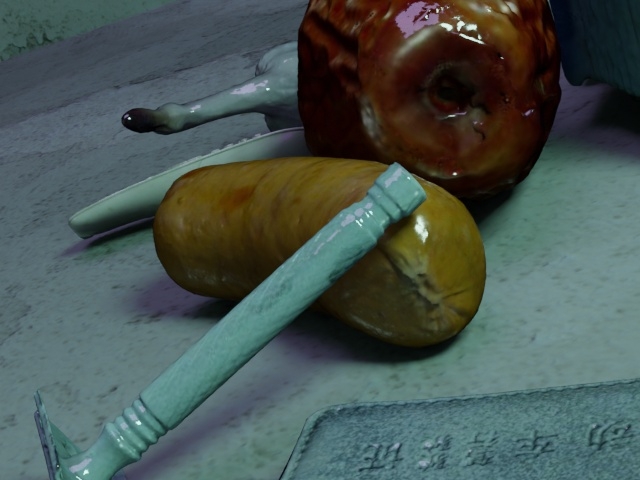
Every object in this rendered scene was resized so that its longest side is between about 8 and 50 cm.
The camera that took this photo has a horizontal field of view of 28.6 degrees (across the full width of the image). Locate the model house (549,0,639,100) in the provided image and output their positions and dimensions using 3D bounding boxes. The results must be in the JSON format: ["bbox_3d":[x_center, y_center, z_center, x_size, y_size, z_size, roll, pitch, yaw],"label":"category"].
[{"bbox_3d":[0.297,-0.230,0.927,0.295,0.251,0.329,-22,13,-8],"label":"model house"}]

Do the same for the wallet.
[{"bbox_3d":[0.075,0.109,0.493,0.222,0.036,0.167,-11,21,21],"label":"wallet"}]

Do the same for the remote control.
[{"bbox_3d":[-0.100,-0.045,1.062,0.229,0.044,0.073,-22,-5,0],"label":"remote control"}]

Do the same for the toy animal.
[{"bbox_3d":[-0.015,-0.133,1.105,0.324,0.090,0.195,-10,-2,-8],"label":"toy animal"}]

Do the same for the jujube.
[{"bbox_3d":[0.076,-0.120,0.867,0.197,0.197,0.290,-17,15,5],"label":"jujube"}]

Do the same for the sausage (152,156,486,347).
[{"bbox_3d":[0.001,0.002,0.763,0.109,0.108,0.270,-30,21,-28],"label":"sausage"}]

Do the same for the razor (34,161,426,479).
[{"bbox_3d":[-0.042,0.045,0.624,0.232,0.068,0.106,-43,23,-4],"label":"razor"}]
